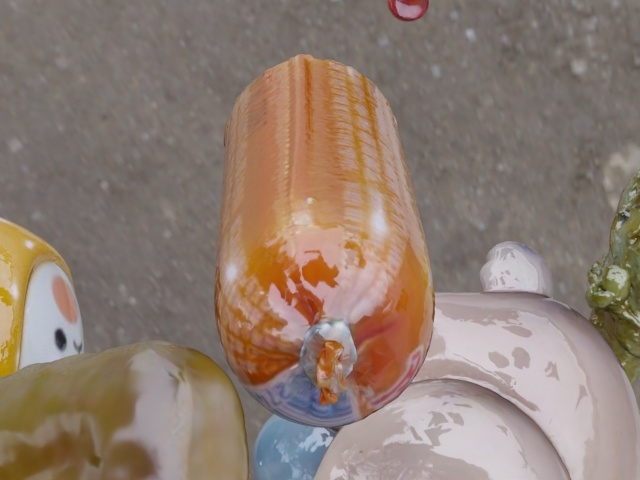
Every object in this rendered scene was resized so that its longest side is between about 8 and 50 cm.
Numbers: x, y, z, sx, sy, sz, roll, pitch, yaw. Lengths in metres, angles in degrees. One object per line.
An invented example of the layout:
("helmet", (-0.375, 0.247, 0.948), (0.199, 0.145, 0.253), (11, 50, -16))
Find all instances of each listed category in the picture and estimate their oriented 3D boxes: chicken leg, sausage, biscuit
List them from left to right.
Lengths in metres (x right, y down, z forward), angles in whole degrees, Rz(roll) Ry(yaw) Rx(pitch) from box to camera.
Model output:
("biscuit", (-0.131, 0.160, 0.549), (0.291, 0.062, 0.237), (-17, 62, 43))
("sausage", (0.000, 0.000, 0.596), (0.071, 0.071, 0.234), (-20, 20, 6))
("chicken leg", (0.203, 0.043, 1.155), (0.088, 0.103, 0.227), (26, 101, -7))

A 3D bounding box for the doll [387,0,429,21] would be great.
("doll", (0.088, -0.235, 1.075), (0.183, 0.217, 0.085), (3, 35, -11))

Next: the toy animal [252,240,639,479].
("toy animal", (0.088, 0.133, 1.023), (0.229, 0.210, 0.221), (-15, 15, -11))

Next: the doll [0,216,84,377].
("doll", (-0.271, 0.075, 1.167), (0.213, 0.236, 0.213), (-3, 78, 16))
